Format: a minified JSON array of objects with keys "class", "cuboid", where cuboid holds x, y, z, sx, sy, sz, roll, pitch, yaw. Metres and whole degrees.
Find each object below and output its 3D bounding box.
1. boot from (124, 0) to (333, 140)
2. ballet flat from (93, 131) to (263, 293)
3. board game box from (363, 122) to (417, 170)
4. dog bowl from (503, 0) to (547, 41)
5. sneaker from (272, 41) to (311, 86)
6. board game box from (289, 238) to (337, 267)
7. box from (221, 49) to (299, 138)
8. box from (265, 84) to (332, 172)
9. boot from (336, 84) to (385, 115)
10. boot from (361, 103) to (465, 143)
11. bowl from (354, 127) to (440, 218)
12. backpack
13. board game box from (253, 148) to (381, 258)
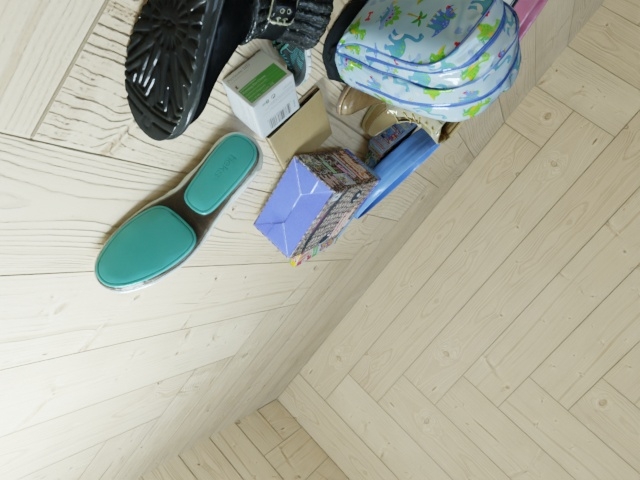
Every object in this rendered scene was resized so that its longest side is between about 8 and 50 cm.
[{"class":"boot","cuboid":[-0.120,-0.305,0.733,0.260,0.131,0.348,-20,146,-55]},{"class":"ballet flat","cuboid":[-0.262,-0.047,0.978,0.400,0.139,0.139,-46,162,-7]},{"class":"board game box","cuboid":[0.201,-0.297,1.542,0.194,0.060,0.194,-38,172,-39]},{"class":"dog bowl","cuboid":[0.488,-0.607,1.335,0.408,0.150,0.408,-53,171,-12]},{"class":"sneaker","cuboid":[-0.056,-0.356,0.911,0.076,0.065,0.167,-20,148,-23]},{"class":"board game box","cuboid":[0.000,0.000,1.779,0.259,0.039,0.124,-33,157,-45]},{"class":"box","cuboid":[-0.107,-0.267,0.908,0.101,0.087,0.102,-44,161,-12]},{"class":"box","cuboid":[-0.046,-0.253,1.177,0.164,0.021,0.201,-46,161,-6]},{"class":"boot","cuboid":[0.168,-0.387,1.239,0.305,0.115,0.112,-38,161,-25]},{"class":"boot","cuboid":[0.255,-0.330,1.346,0.261,0.204,0.095,-36,152,15]},{"class":"bowl","cuboid":[0.241,-0.228,1.646,0.391,0.077,0.391,-41,176,-4]},{"class":"backpack","cuboid":[0.209,-0.383,0.958,0.290,0.355,0.273,-45,161,-4]},{"class":"board game box","cuboid":[-0.003,-0.107,1.338,0.232,0.141,0.291,-55,164,29]}]
